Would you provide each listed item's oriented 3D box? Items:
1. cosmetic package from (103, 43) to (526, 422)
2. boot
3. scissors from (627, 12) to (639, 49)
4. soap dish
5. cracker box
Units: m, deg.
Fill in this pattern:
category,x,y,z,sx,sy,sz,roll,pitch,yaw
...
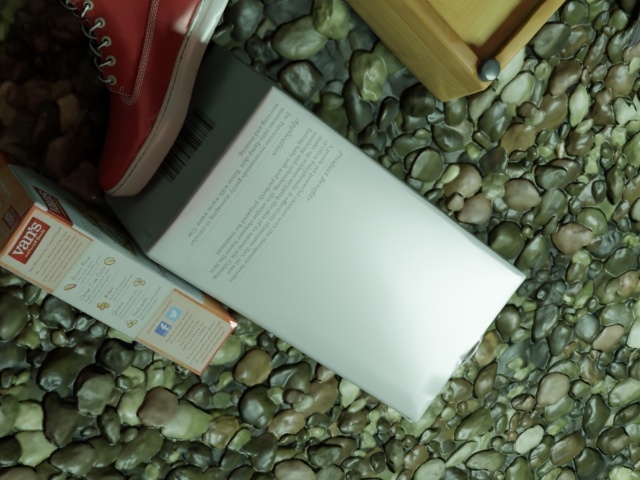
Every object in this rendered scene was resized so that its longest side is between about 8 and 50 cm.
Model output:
category,x,y,z,sx,sy,sz,roll,pitch,yaw
cosmetic package,0.000,0.000,1.329,0.365,0.155,0.197,36,94,-34
boot,-0.196,-0.171,1.205,0.176,0.088,0.244,17,95,-30
scissors,0.392,-0.350,1.453,0.109,0.021,0.297,36,94,-35
soap dish,0.158,-0.301,1.298,0.291,0.118,0.229,-48,123,0
cracker box,-0.202,0.019,1.238,0.232,0.155,0.067,33,95,-33
